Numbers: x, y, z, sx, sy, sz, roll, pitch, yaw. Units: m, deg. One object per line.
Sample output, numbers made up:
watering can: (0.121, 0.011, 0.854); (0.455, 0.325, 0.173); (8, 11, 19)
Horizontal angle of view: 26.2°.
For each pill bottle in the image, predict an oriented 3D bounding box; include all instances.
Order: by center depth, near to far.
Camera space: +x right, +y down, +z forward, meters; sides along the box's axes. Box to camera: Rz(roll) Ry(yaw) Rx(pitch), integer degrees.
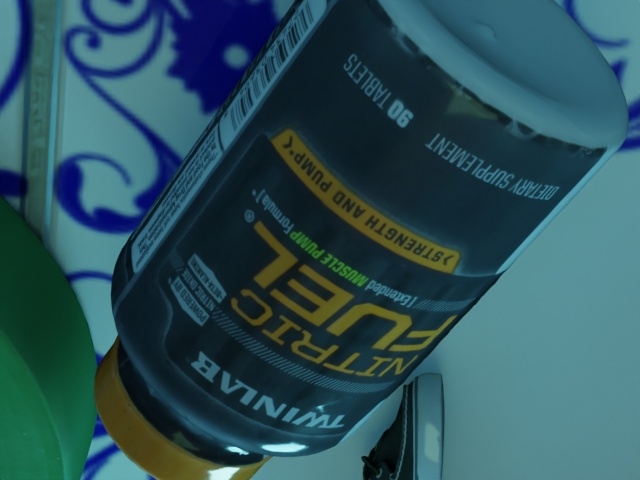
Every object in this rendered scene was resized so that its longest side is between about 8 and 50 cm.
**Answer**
pill bottle: (0.000, 0.000, 0.561); (0.130, 0.130, 0.245); (30, 122, -14)

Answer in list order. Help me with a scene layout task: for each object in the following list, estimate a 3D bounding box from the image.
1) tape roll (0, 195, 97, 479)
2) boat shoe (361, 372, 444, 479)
tape roll: (-0.273, 0.076, 0.669); (0.321, 0.077, 0.321); (2, 124, 3)
boat shoe: (0.039, 0.124, 0.691); (0.040, 0.049, 0.142); (4, 127, 3)
